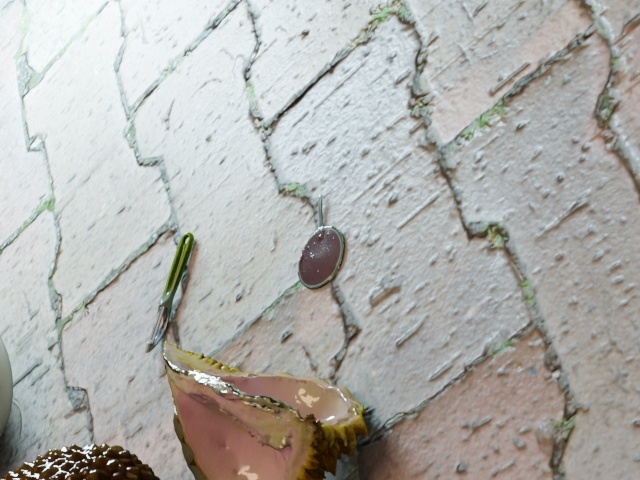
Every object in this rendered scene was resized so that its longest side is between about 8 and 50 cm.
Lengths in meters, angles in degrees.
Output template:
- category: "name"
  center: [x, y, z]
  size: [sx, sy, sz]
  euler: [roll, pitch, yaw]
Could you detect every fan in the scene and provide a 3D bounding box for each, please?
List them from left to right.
- category: "fan"
  center: [0.000, 0.000, 1.855]
  size: [0.085, 0.005, 0.133]
  euler: [-27, 52, 40]

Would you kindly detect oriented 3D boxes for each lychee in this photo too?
- category: "lychee"
  center: [-0.303, 0.376, 1.817]
  size: [0.267, 0.267, 0.267]
  euler: [-27, 51, 39]

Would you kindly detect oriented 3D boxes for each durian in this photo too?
- category: "durian"
  center: [-0.076, 0.242, 1.686]
  size: [0.305, 0.185, 0.196]
  euler: [13, 102, 41]

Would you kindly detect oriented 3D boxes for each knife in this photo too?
- category: "knife"
  center: [-0.212, 0.074, 2.053]
  size: [0.022, 0.026, 0.184]
  euler: [15, 76, 12]

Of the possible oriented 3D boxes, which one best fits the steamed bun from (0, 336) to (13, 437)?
- category: "steamed bun"
  center: [-0.643, 0.248, 2.231]
  size: [0.374, 0.334, 0.334]
  euler: [-39, 44, 22]
